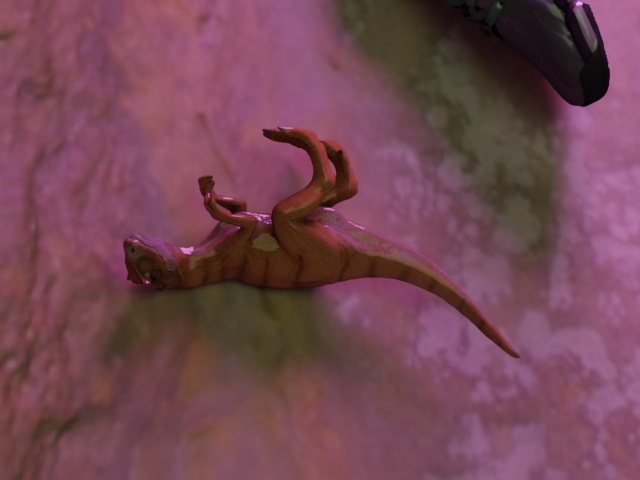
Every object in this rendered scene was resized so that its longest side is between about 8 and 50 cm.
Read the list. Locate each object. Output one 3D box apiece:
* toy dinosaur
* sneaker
[{"bbox_3d":[0.000,0.000,1.011,0.211,0.064,0.112,4,86,-9],"label":"toy dinosaur"},{"bbox_3d":[0.076,-0.158,1.095,0.098,0.083,0.224,-29,77,-6],"label":"sneaker"}]
